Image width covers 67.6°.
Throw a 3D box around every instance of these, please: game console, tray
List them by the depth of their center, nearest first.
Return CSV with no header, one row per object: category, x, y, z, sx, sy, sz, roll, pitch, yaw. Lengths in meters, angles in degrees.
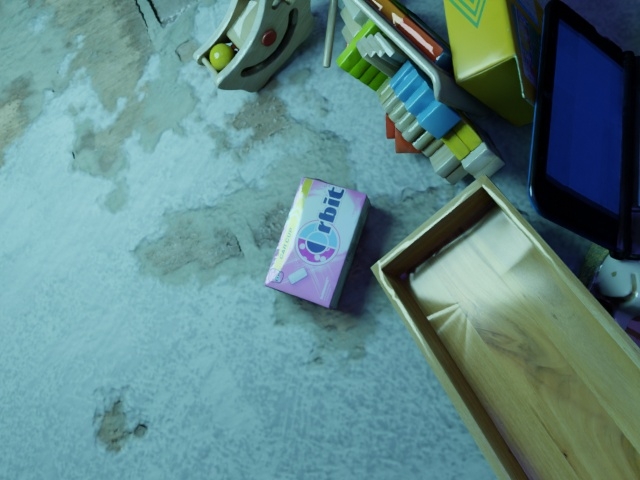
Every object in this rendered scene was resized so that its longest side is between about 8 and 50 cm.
game console,0.394,-0.137,0.551,0.249,0.173,0.294,2,72,32
tray,0.246,0.136,0.571,0.202,0.076,0.411,-42,55,20

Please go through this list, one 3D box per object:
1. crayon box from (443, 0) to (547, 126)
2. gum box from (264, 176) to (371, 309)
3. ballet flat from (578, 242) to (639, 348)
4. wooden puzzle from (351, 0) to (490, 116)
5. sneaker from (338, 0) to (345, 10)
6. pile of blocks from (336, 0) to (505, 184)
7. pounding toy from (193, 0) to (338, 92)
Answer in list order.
crayon box,0.255,-0.299,0.666,0.083,0.203,0.324,-16,72,41
gum box,0.000,0.000,0.738,0.107,0.062,0.189,17,83,15
ballet flat,0.377,0.111,0.604,0.123,0.123,0.349,24,84,16
wooden puzzle,0.147,-0.286,0.687,0.044,0.220,0.239,-44,71,30
sneaker,0.130,-0.531,0.798,0.126,0.127,0.321,32,111,22
pile of blocks,0.113,-0.214,0.716,0.112,0.148,0.362,-44,67,30
pounding toy,-0.070,-0.339,0.758,0.269,0.154,0.155,-44,72,15
